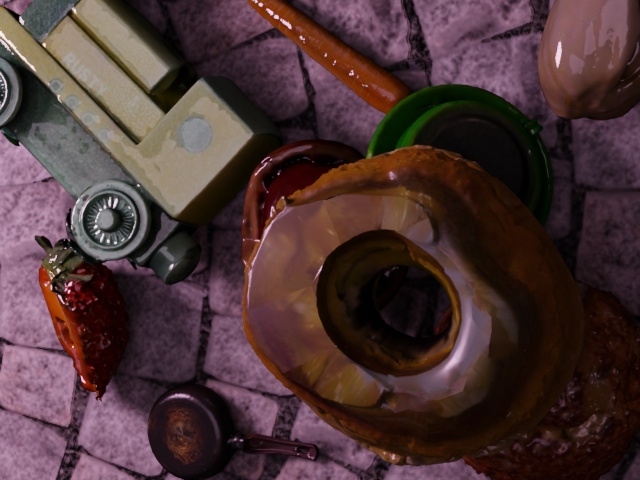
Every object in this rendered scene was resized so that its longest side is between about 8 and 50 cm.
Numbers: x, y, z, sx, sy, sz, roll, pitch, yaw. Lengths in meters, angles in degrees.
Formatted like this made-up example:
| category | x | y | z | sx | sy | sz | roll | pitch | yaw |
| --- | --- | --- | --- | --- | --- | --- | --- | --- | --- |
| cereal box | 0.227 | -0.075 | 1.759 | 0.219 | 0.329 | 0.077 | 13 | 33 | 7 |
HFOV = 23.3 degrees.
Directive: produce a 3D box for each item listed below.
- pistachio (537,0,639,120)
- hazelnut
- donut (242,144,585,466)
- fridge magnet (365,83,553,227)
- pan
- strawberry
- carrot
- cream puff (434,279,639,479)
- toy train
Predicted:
| category | x | y | z | sx | sy | sz | roll | pitch | yaw |
| --- | --- | --- | --- | --- | --- | --- | --- | --- | --- |
| pistachio | 0.303 | -0.231 | 1.579 | 0.153 | 0.138 | 0.238 | 41 | 106 | 50 |
| hazelnut | 0.007 | -0.004 | 1.676 | 0.170 | 0.160 | 0.201 | -34 | 69 | 17 |
| donut | 0.085 | 0.059 | 1.497 | 0.330 | 0.160 | 0.330 | -2 | 83 | 17 |
| fridge magnet | 0.148 | -0.065 | 1.633 | 0.208 | 0.088 | 0.208 | 2 | 81 | -13 |
| pan | -0.106 | 0.232 | 1.787 | 0.212 | 0.040 | 0.115 | 9 | 100 | 20 |
| strawberry | -0.269 | 0.079 | 1.803 | 0.085 | 0.140 | 0.192 | -22 | 73 | -20 |
| carrot | 0.005 | -0.217 | 1.734 | 0.248 | 0.043 | 0.043 | 39 | 103 | 17 |
| cream puff | 0.225 | 0.148 | 1.607 | 0.240 | 0.164 | 0.240 | 0 | 88 | 15 |
| toy train | -0.240 | -0.144 | 1.768 | 0.397 | 0.160 | 0.253 | 45 | 98 | 12 |
